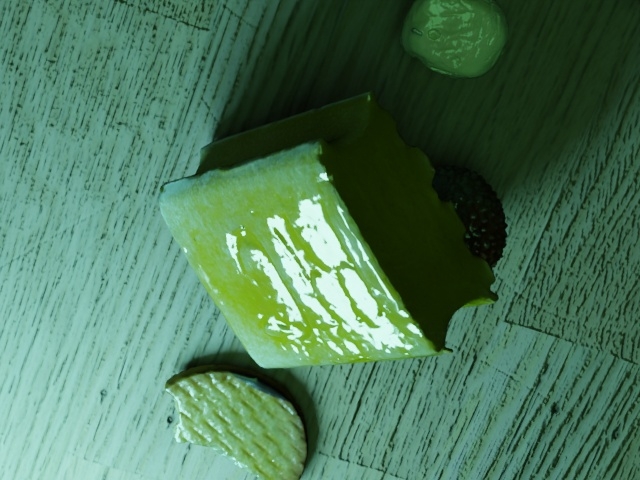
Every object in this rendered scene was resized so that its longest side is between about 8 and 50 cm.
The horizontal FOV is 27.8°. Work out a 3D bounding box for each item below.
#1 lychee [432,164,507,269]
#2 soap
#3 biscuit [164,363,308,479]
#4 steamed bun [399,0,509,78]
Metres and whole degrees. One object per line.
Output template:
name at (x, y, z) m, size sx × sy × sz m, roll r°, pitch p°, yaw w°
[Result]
lychee at (0.157, -0.013, 1.643) m, size 0.165 × 0.197 × 0.165 m, roll -3°, pitch 78°, yaw 13°
soap at (0.000, 0.000, 1.543) m, size 0.335 × 0.156 × 0.293 m, roll -9°, pitch 119°, yaw 48°
biscuit at (-0.109, 0.263, 1.790) m, size 0.176 × 0.031 × 0.228 m, roll -19°, pitch 112°, yaw 5°
steamed bun at (0.163, -0.261, 1.575) m, size 0.130 × 0.091 × 0.112 m, roll 17°, pitch 113°, yaw -12°
